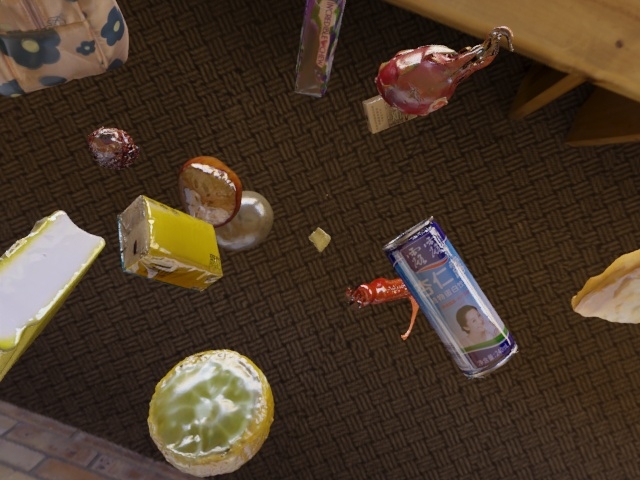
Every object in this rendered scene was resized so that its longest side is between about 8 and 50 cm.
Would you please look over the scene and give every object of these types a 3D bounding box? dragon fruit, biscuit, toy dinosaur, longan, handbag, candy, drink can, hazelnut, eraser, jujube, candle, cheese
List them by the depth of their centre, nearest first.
[{"bbox_3d":[-0.345,-0.318,0.544,0.190,0.193,0.251,-24,80,-20],"label":"handbag"},{"bbox_3d":[-0.340,0.079,0.552,0.069,0.158,0.226,40,132,-15],"label":"eraser"},{"bbox_3d":[0.517,0.067,0.649,0.309,0.040,0.204,16,134,-6],"label":"biscuit"},{"bbox_3d":[0.161,-0.224,0.665,0.191,0.094,0.094,-11,96,33],"label":"dragon fruit"},{"bbox_3d":[0.195,0.086,0.754,0.097,0.097,0.235,-33,88,3],"label":"drink can"},{"bbox_3d":[0.010,-0.389,0.801,0.061,0.088,0.312,14,127,3],"label":"candy"},{"bbox_3d":[-0.224,0.354,1.033,0.260,0.118,0.259,-3,52,3],"label":"candy"},{"bbox_3d":[0.164,0.101,1.062,0.048,0.329,0.051,21,105,38],"label":"candle"},{"bbox_3d":[-0.475,-0.212,1.122,0.104,0.166,0.104,0,88,-4],"label":"jujube"},{"bbox_3d":[-0.303,-0.141,1.415,0.210,0.186,0.210,1,89,-38],"label":"hazelnut"},{"bbox_3d":[0.000,0.000,1.490,0.060,0.084,0.041,-46,53,-1],"label":"cheese"},{"bbox_3d":[0.300,0.175,1.568,0.101,0.055,0.279,34,80,-37],"label":"toy dinosaur"},{"bbox_3d":[-0.295,-0.070,1.864,0.248,0.248,0.248,0,95,1],"label":"longan"}]

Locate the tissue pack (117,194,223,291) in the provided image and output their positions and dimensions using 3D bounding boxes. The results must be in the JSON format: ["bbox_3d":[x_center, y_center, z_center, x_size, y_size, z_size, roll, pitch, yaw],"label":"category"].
[{"bbox_3d":[-0.255,0.009,0.853,0.082,0.169,0.120,-30,59,21],"label":"tissue pack"}]

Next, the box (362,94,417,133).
[{"bbox_3d":[0.115,-0.217,0.819,0.083,0.024,0.053,-23,123,-5],"label":"box"}]
